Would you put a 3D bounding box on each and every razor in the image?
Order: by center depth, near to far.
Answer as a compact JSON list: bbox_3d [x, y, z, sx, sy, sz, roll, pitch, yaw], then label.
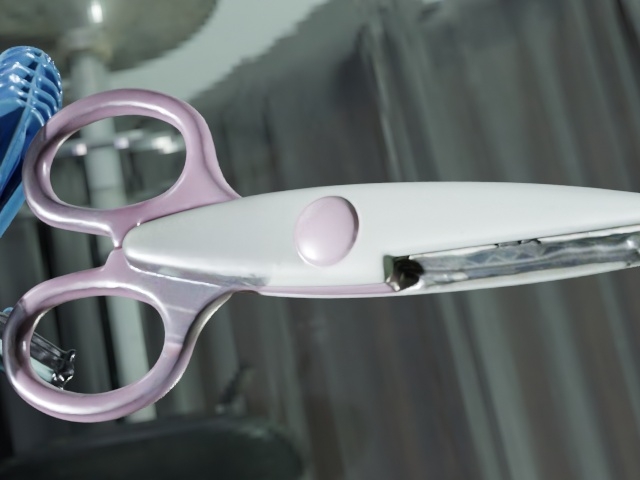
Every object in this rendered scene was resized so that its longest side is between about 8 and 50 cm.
[{"bbox_3d":[-0.129,-0.018,0.762,0.082,0.253,0.042,30,113,-16],"label":"razor"}]

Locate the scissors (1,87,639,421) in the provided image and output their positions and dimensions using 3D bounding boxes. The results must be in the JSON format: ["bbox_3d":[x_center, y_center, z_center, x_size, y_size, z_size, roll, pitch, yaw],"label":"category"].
[{"bbox_3d":[0.000,0.000,0.459,0.176,0.085,0.022,-3,163,27],"label":"scissors"}]
